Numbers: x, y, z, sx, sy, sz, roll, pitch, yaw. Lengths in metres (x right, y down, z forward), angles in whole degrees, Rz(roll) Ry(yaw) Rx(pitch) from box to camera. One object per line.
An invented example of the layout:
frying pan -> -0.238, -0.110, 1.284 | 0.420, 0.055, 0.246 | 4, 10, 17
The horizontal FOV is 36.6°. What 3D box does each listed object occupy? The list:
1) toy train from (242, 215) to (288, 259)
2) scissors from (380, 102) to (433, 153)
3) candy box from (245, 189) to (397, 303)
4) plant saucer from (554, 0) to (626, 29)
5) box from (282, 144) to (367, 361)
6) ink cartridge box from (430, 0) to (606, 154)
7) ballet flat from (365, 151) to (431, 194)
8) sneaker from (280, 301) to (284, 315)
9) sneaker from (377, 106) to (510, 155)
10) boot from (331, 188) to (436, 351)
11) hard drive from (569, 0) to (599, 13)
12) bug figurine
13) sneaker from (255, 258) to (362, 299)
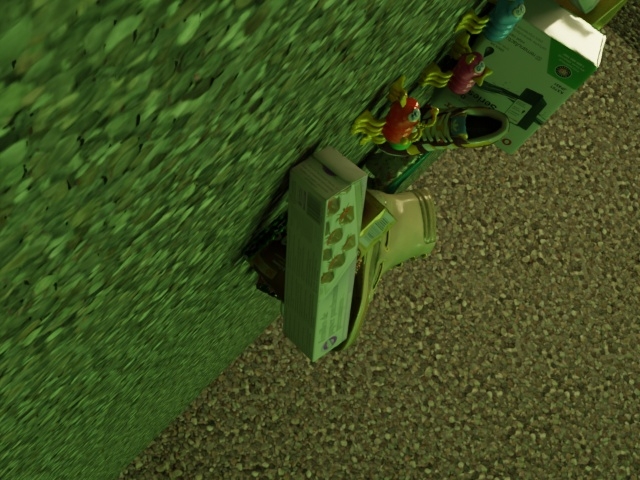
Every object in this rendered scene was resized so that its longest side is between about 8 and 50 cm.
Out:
toy train -> -0.072, -0.003, 1.265 | 0.083, 0.017, 0.023 | -44, -174, -27
scissors -> 0.191, -0.230, 1.653 | 0.297, 0.021, 0.109 | -47, 176, 23
candy box -> 0.000, 0.000, 1.317 | 0.187, 0.109, 0.053 | -47, 144, 3
plant saucer -> 0.354, -0.317, 1.644 | 0.333, 0.081, 0.333 | -39, 178, 8
box -> 0.000, 0.026, 1.163 | 0.063, 0.067, 0.324 | -33, 149, -27
ink cartridge box -> 0.275, -0.240, 1.376 | 0.208, 0.153, 0.087 | -51, -168, 49
ballet flat -> 0.092, -0.094, 1.600 | 0.091, 0.077, 0.241 | -38, 169, -50
sneaker -> -0.015, 0.011, 1.635 | 0.256, 0.094, 0.151 | 105, 0, -50
sneaker -> 0.169, -0.157, 1.345 | 0.185, 0.070, 0.084 | -8, 180, -1
boot -> 0.091, 0.042, 1.547 | 0.203, 0.095, 0.262 | -6, 109, -51
hard drive -> 0.398, -0.421, 1.309 | 0.203, 0.040, 0.307 | -55, 167, 15
bug figurine -> 0.153, -0.199, 1.224 | 0.279, 0.072, 0.216 | -45, 176, -12
sneaker -> -0.018, 0.021, 1.435 | 0.225, 0.088, 0.093 | -18, -131, 51
